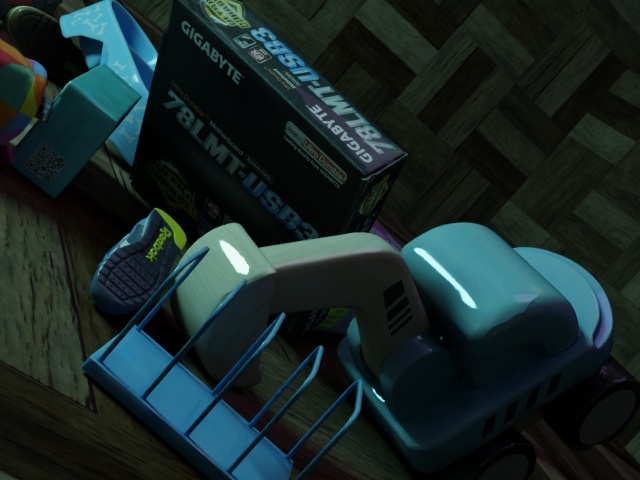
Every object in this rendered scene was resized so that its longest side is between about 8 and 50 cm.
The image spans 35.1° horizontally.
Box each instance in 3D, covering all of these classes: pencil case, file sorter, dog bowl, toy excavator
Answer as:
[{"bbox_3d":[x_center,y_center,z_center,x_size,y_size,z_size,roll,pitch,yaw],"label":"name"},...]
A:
[{"bbox_3d":[-0.341,-0.161,0.856,0.236,0.104,0.104,34,11,-43],"label":"pencil case"},{"bbox_3d":[-0.063,0.098,0.743,0.170,0.104,0.118,41,7,-1],"label":"file sorter"},{"bbox_3d":[-0.255,-0.210,1.365,0.166,0.074,0.297,47,14,-53],"label":"dog bowl"},{"bbox_3d":[0.098,0.085,1.034,0.222,0.433,0.445,49,-17,44],"label":"toy excavator"}]

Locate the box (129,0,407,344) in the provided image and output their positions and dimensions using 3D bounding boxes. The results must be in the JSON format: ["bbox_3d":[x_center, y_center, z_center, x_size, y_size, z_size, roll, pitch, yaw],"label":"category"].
[{"bbox_3d":[-0.073,-0.078,1.101,0.295,0.293,0.073,45,52,16],"label":"box"}]

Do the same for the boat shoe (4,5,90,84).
[{"bbox_3d":[-0.378,-0.264,1.411,0.072,0.068,0.190,32,-9,35],"label":"boat shoe"}]

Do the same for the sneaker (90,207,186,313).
[{"bbox_3d":[-0.162,0.027,0.868,0.053,0.059,0.144,50,26,-10],"label":"sneaker"}]

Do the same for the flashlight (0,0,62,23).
[{"bbox_3d":[-0.436,-0.352,1.381,0.304,0.103,0.103,-55,137,-78],"label":"flashlight"}]

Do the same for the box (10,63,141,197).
[{"bbox_3d":[-0.250,-0.122,1.061,0.060,0.100,0.244,40,8,-13],"label":"box"}]

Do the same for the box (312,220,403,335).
[{"bbox_3d":[0.000,0.000,1.324,0.243,0.117,0.213,49,13,25],"label":"box"}]
